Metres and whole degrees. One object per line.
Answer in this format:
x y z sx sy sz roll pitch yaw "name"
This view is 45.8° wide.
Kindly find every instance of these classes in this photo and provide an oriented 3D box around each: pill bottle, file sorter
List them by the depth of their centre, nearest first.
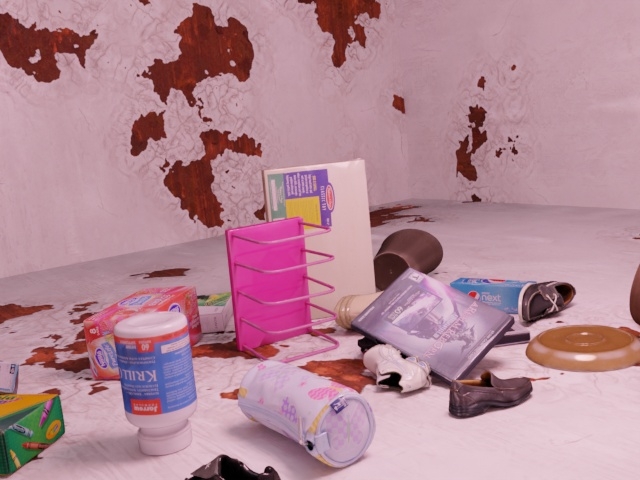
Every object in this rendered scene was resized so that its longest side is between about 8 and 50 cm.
-0.274 0.241 1.281 0.124 0.222 0.124 -6 9 1 "pill bottle"
-0.077 0.112 1.741 0.202 0.291 0.182 -12 14 -31 "file sorter"

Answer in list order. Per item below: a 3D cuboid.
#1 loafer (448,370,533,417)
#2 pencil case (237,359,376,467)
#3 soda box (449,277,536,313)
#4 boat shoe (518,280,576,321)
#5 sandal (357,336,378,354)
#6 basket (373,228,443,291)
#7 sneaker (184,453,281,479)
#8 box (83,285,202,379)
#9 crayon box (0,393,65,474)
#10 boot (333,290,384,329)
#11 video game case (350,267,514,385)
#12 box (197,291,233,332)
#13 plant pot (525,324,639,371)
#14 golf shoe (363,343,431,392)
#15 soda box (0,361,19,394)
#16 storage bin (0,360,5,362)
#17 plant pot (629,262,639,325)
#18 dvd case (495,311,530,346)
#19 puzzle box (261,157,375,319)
0.298 0.257 1.317 0.170 0.061 0.062 -10 9 -27 "loafer"
-0.030 0.279 1.243 0.124 0.114 0.273 -33 22 -25 "pencil case"
0.437 0.138 1.913 0.210 0.071 0.067 1 12 37 "soda box"
0.536 0.140 1.807 0.079 0.084 0.233 1 9 39 "boat shoe"
0.118 0.234 1.667 0.067 0.040 0.179 1 -4 7 "sandal"
0.242 0.066 2.256 0.204 0.154 0.227 -4 13 22 "basket"
-0.147 0.332 1.006 0.234 0.106 0.078 -3 9 19 "sneaker"
-0.410 0.210 1.789 0.154 0.142 0.300 -4 10 15 "box"
-0.619 0.338 1.336 0.278 0.081 0.165 -4 9 14 "crayon box"
0.164 0.165 1.872 0.203 0.095 0.262 -10 -1 26 "boot"
0.223 0.168 1.539 0.196 0.026 0.274 -40 43 -25 "video game case"
-0.405 0.206 2.072 0.321 0.059 0.232 -5 10 1 "box"
0.536 0.211 1.537 0.236 0.033 0.236 -7 9 1 "plant pot"
0.129 0.250 1.466 0.086 0.069 0.176 -20 15 -35 "golf shoe"
-0.625 0.283 1.479 0.062 0.058 0.183 10 -24 -18 "soda box"
-0.758 0.300 1.668 0.135 0.098 0.091 -5 -18 10 "storage bin"
0.793 0.099 1.510 0.263 0.263 0.229 -13 29 -37 "plant pot"
0.326 0.207 1.704 0.238 0.030 0.179 -6 9 -4 "dvd case"
0.000 0.000 1.992 0.271 0.409 0.052 -7 9 -12 "puzzle box"
